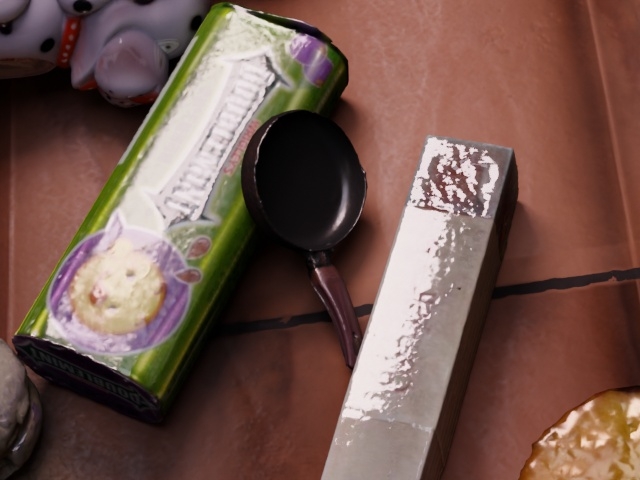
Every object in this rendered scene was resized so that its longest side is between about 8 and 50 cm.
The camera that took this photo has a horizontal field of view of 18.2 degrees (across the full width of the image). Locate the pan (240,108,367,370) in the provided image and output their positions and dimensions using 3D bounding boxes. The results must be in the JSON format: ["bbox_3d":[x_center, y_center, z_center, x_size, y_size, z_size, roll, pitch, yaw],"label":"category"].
[{"bbox_3d":[-0.002,0.001,1.574,0.115,0.040,0.212,-12,85,-39],"label":"pan"}]

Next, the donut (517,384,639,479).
[{"bbox_3d":[0.257,0.214,1.393,0.253,0.118,0.253,-5,58,9],"label":"donut"}]

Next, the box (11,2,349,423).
[{"bbox_3d":[-0.106,-0.031,1.604,0.134,0.097,0.346,22,65,16],"label":"box"}]

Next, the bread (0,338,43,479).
[{"bbox_3d":[-0.356,0.206,1.507,0.337,0.102,0.183,-27,63,-10],"label":"bread"}]

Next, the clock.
[{"bbox_3d":[-0.208,-0.203,1.695,0.254,0.189,0.189,2,59,-5],"label":"clock"}]

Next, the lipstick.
[{"bbox_3d":[0.071,0.096,1.512,0.076,0.080,0.371,11,61,14],"label":"lipstick"}]
